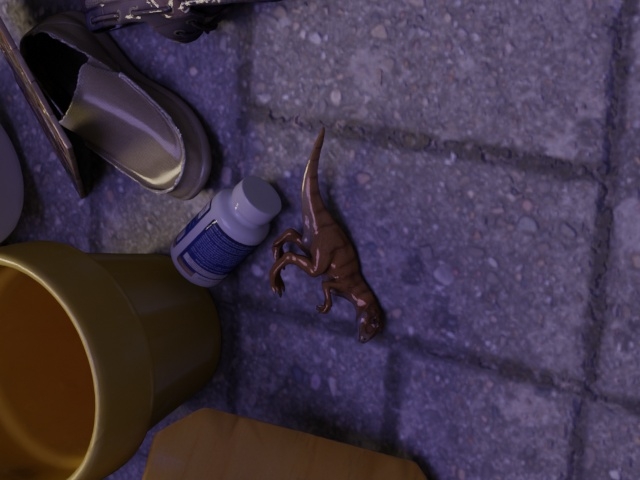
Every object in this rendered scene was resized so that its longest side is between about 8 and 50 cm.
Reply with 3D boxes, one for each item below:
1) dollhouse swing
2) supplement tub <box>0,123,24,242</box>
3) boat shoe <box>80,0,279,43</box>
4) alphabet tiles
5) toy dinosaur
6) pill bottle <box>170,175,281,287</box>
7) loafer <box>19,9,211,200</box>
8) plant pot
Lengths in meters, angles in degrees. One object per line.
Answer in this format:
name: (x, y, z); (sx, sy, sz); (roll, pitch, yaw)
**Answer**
dollhouse swing: (-0.066, 0.387, 1.515); (0.347, 0.305, 0.315); (14, 146, -3)
supplement tub: (-0.523, -0.028, 1.725); (0.331, 0.241, 0.241); (-24, 86, 32)
boat shoe: (-0.134, -0.241, 1.496); (0.285, 0.103, 0.092); (8, 110, 38)
alphabet tiles: (-0.313, -0.170, 1.610); (0.237, 0.009, 0.198); (60, 170, 9)
toy dinosaur: (0.000, 0.000, 1.486); (0.112, 0.064, 0.211); (-20, 98, 19)
pill bottle: (-0.093, -0.011, 1.535); (0.120, 0.067, 0.067); (-43, 75, 34)
loafer: (-0.222, -0.136, 1.582); (0.268, 0.092, 0.102); (43, 123, 21)
plant pot: (-0.237, 0.113, 1.559); (0.254, 0.239, 0.254); (9, 107, 34)
